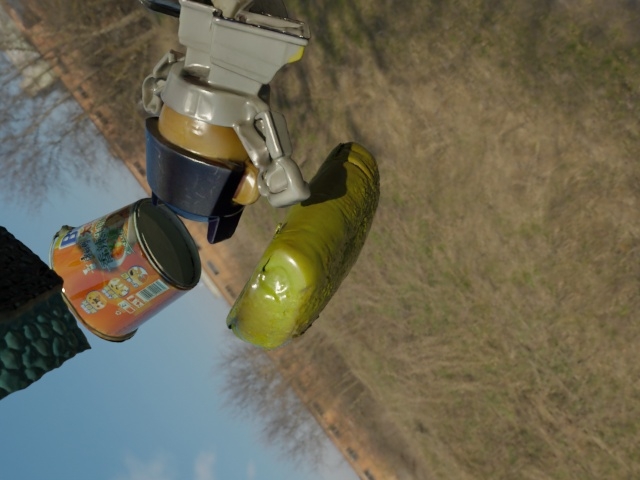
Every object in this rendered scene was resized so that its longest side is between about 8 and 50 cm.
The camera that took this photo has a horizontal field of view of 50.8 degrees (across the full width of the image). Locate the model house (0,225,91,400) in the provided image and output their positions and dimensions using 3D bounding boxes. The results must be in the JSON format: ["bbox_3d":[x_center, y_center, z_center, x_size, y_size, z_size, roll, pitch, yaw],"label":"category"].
[{"bbox_3d":[-0.452,0.096,0.745,0.241,0.226,0.261,68,-160,-7],"label":"model house"}]

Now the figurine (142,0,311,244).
[{"bbox_3d":[-0.126,-0.140,0.791,0.143,0.308,0.308,4,-152,-33],"label":"figurine"}]

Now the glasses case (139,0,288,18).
[{"bbox_3d":[-0.146,-0.337,0.893,0.114,0.060,0.299,64,-154,6],"label":"glasses case"}]

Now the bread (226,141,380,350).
[{"bbox_3d":[0.000,0.000,0.903,0.112,0.166,0.383,32,-147,-1],"label":"bread"}]

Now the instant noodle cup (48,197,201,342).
[{"bbox_3d":[-0.414,0.053,1.498,0.296,0.214,0.296,55,-163,-26],"label":"instant noodle cup"}]
